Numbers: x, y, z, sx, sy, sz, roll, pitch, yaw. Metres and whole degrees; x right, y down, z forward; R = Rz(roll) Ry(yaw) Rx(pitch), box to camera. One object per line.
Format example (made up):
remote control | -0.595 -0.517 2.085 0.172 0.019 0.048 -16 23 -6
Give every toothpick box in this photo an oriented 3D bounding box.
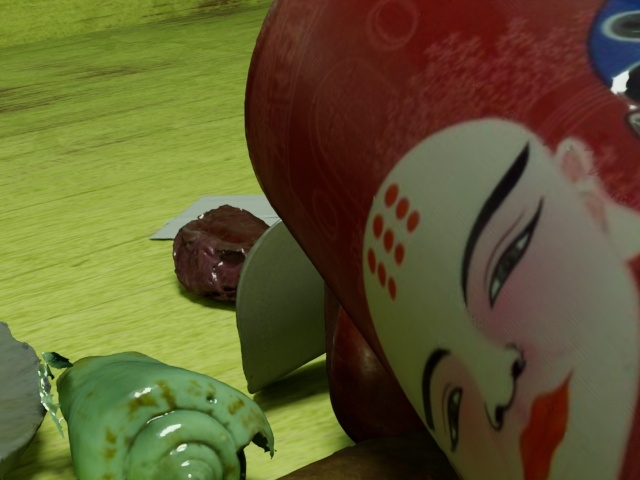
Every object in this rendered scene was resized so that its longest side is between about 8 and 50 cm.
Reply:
toothpick box | 0.124 0.018 0.498 0.204 0.204 0.333 -11 37 -21

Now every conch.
conch | -0.083 0.093 0.746 0.105 0.079 0.170 7 14 -28

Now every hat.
hat | 0.049 0.042 0.861 0.144 0.166 0.173 23 57 23

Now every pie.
pie | 0.000 0.000 1.112 0.218 0.054 0.204 -16 18 -33

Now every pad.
pad | -0.025 -0.024 1.303 0.232 0.004 0.156 -1 16 15

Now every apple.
apple | 0.081 0.048 0.749 0.158 0.147 0.156 3 -17 -6

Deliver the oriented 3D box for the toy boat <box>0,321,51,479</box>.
toy boat | -0.288 0.083 0.844 0.293 0.111 0.276 9 16 4

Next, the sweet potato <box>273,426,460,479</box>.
sweet potato | 0.064 0.117 0.586 0.291 0.097 0.097 -12 16 -24
